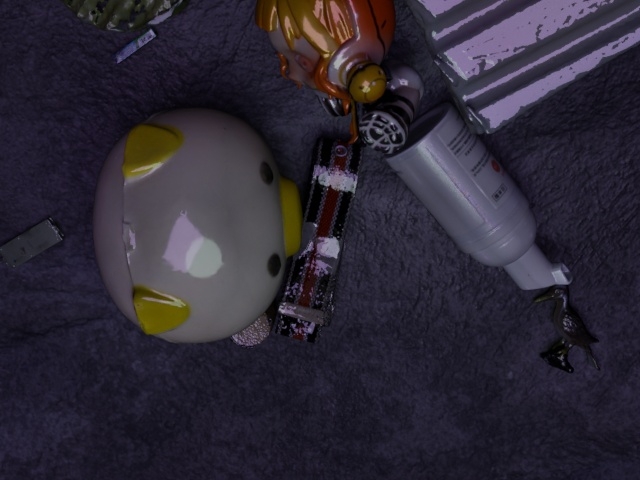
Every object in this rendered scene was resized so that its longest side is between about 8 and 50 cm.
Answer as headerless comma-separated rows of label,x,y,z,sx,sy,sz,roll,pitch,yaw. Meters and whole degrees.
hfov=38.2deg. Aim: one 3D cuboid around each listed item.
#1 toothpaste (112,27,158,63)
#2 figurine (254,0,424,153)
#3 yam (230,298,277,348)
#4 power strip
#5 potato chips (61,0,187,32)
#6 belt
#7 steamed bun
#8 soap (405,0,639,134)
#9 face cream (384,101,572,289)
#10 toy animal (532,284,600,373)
toothpaste,-0.307,-0.322,1.528,0.083,0.020,0.017,-33,102,13
figurine,0.028,-0.305,1.381,0.196,0.320,0.323,-37,125,-6
yam,-0.118,0.133,1.636,0.084,0.127,0.084,1,105,2
power strip,-0.525,0.007,1.656,0.136,0.019,0.051,-30,108,12
potato chips,-0.299,-0.527,1.409,0.389,0.097,0.373,-28,119,9
belt,0.000,0.000,1.593,0.094,0.126,0.359,14,104,7
steamed bun,-0.200,-0.024,1.468,0.334,0.334,0.374,-6,94,4
soap,0.331,-0.421,1.373,0.435,0.213,0.350,-29,104,12
face cream,0.274,-0.046,1.546,0.145,0.145,0.369,-37,104,14
toy animal,0.448,0.155,1.670,0.105,0.070,0.202,-15,104,-4
